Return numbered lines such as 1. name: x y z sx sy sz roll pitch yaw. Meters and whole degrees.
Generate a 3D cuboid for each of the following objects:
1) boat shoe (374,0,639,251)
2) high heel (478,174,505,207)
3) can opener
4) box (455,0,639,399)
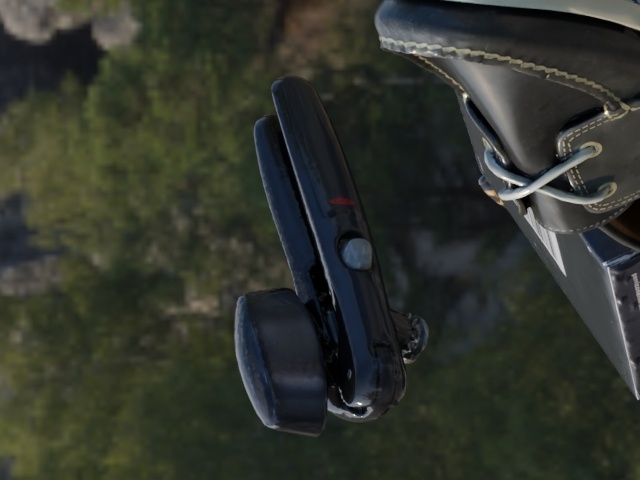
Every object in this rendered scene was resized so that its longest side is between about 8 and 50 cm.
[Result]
1. boat shoe: 0.094 -0.042 0.607 0.084 0.233 0.079 12 86 35
2. high heel: 0.286 -0.024 1.563 0.186 0.261 0.093 49 132 43
3. can opener: 0.000 0.000 0.741 0.059 0.073 0.186 -49 38 41
4. box: 0.295 -0.083 1.330 0.296 0.294 0.182 62 177 43
